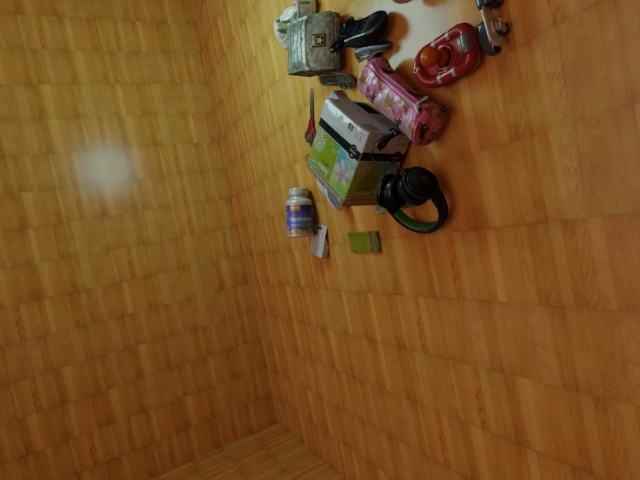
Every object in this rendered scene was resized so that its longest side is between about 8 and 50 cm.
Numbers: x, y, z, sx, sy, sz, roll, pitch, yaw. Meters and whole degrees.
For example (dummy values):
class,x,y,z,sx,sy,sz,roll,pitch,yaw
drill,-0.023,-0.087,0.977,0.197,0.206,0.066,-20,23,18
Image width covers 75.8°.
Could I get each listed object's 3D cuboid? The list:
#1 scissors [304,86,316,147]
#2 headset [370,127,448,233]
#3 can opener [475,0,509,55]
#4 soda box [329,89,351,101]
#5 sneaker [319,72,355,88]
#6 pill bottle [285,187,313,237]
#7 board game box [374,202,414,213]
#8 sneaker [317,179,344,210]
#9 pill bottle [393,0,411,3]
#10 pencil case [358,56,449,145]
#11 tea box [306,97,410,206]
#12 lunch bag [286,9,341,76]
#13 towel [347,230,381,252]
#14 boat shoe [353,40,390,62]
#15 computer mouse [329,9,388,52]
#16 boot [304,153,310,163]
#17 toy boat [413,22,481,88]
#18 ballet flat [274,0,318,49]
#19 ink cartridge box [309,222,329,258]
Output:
class,x,y,z,sx,sy,sz,roll,pitch,yaw
scissors,-0.040,-0.634,2.140,0.109,0.021,0.297,49,139,44
headset,0.320,-0.207,1.499,0.394,0.185,0.243,53,151,-19
can opener,0.466,-0.677,1.174,0.093,0.074,0.281,-13,90,62
soda box,0.107,-0.598,1.851,0.183,0.058,0.063,60,146,27
sneaker,0.087,-0.723,1.839,0.188,0.071,0.066,20,130,31
pill bottle,-0.117,-0.155,2.307,0.152,0.152,0.272,1,95,60
board game box,0.304,-0.185,1.691,0.259,0.039,0.124,-7,95,63
sneaker,0.056,-0.247,2.067,0.091,0.094,0.258,94,156,-62
pill bottle,0.254,-0.944,1.369,0.146,0.146,0.264,-40,66,58
pencil case,0.285,-0.504,1.475,0.386,0.160,0.167,56,145,34
tea box,0.141,-0.359,1.686,0.329,0.219,0.324,53,137,40
lunch bag,-0.020,-0.880,1.861,0.287,0.168,0.236,15,110,50
towel,0.204,0.008,1.955,0.237,0.021,0.102,-1,99,61
boat shoe,0.209,-0.740,1.622,0.183,0.066,0.066,23,139,51
computer mouse,0.169,-0.816,1.614,0.272,0.072,0.189,14,71,51
boot,0.032,-0.456,2.013,0.295,0.104,0.211,34,124,45
toy boat,0.375,-0.575,1.295,0.231,0.151,0.151,-8,94,61
ballet flat,-0.158,-1.088,2.052,0.400,0.139,0.139,-5,96,61
ink cartridge box,0.000,0.000,2.310,0.145,0.045,0.179,21,101,57
